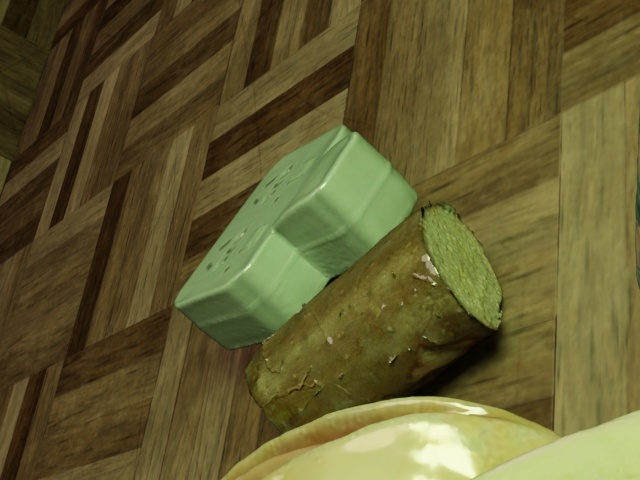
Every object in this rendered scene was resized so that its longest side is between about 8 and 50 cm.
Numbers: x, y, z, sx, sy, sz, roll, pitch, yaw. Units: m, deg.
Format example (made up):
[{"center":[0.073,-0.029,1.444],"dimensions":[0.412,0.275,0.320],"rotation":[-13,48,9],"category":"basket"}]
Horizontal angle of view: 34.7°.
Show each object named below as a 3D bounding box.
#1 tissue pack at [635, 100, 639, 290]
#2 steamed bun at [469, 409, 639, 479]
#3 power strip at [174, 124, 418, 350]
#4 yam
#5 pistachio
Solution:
[{"center":[0.233,-0.013,0.510],"dimensions":[0.103,0.316,0.228],"rotation":[-12,44,2],"category":"tissue pack"},{"center":[0.123,0.199,0.465],"dimensions":[0.238,0.170,0.152],"rotation":[-27,28,-2],"category":"steamed bun"},{"center":[0.000,0.000,1.031],"dimensions":[0.261,0.141,0.229],"rotation":[-22,30,56],"category":"power strip"},{"center":[0.047,0.083,0.883],"dimensions":[0.238,0.129,0.128],"rotation":[-43,65,28],"category":"yam"},{"center":[0.045,0.216,0.668],"dimensions":[0.308,0.230,0.230],"rotation":[-14,51,20],"category":"pistachio"}]
